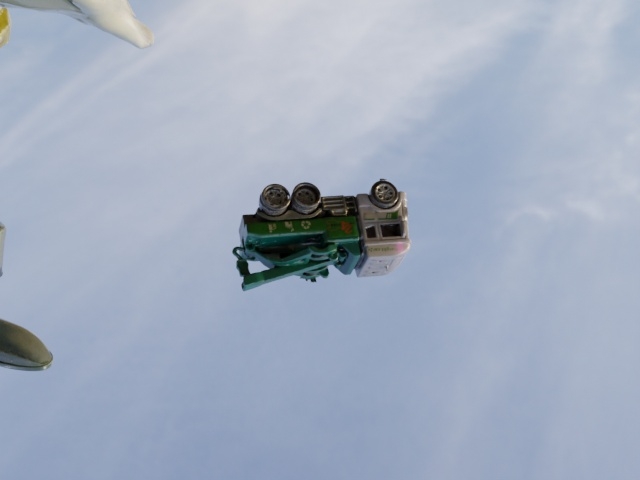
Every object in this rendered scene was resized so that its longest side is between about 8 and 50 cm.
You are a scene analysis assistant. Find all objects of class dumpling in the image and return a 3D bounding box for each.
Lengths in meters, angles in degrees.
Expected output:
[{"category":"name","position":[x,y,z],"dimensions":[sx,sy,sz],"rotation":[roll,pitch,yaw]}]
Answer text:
[{"category":"dumpling","position":[-0.274,-0.290,1.051],"dimensions":[0.187,0.243,0.318],"rotation":[-28,-149,11]}]

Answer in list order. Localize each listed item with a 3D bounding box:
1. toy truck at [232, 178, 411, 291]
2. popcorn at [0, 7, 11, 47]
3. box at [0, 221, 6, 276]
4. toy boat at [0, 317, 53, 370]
[{"category":"toy truck","position":[0.001,-0.007,1.968],"dimensions":[0.364,0.176,0.177],"rotation":[-7,-112,-15]},{"category":"popcorn","position":[-0.668,-0.409,1.674],"dimensions":[0.250,0.241,0.235],"rotation":[0,-139,0]},{"category":"box","position":[-0.697,-0.019,1.450],"dimensions":[0.396,0.111,0.397],"rotation":[-2,-166,-32]},{"category":"toy boat","position":[-0.537,0.163,1.584],"dimensions":[0.261,0.085,0.078],"rotation":[14,-147,20]}]
